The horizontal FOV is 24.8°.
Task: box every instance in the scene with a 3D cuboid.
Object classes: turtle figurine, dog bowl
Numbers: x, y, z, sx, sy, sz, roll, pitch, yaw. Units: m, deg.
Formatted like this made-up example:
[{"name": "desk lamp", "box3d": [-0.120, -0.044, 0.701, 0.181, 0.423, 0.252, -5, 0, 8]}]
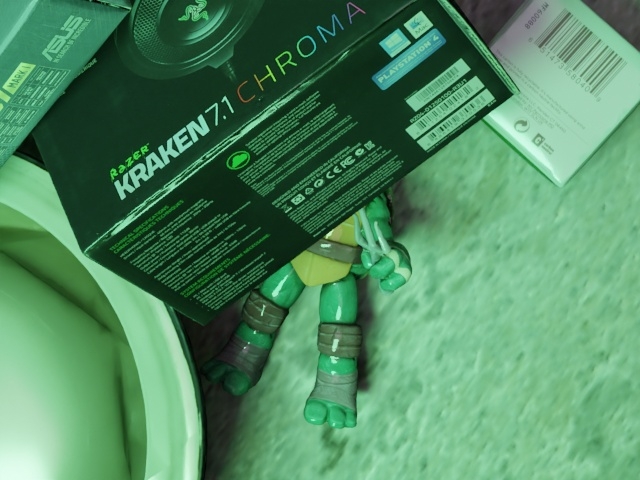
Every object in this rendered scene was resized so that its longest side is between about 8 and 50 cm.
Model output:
[{"name": "turtle figurine", "box3d": [0.000, 0.000, 0.991, 0.175, 0.118, 0.234, 23, 109, 33]}, {"name": "dog bowl", "box3d": [-0.260, 0.137, 0.999, 0.408, 0.150, 0.408, -1, 84, 9]}]

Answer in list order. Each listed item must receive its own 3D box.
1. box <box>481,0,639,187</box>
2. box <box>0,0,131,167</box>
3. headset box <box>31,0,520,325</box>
[{"name": "box", "box3d": [0.157, -0.104, 0.980, 0.101, 0.087, 0.102, 42, 98, 5]}, {"name": "box", "box3d": [-0.210, -0.142, 0.862, 0.232, 0.059, 0.183, -41, 57, 40]}, {"name": "headset box", "box3d": [-0.061, -0.140, 0.903, 0.246, 0.131, 0.283, -36, 55, 11]}]
